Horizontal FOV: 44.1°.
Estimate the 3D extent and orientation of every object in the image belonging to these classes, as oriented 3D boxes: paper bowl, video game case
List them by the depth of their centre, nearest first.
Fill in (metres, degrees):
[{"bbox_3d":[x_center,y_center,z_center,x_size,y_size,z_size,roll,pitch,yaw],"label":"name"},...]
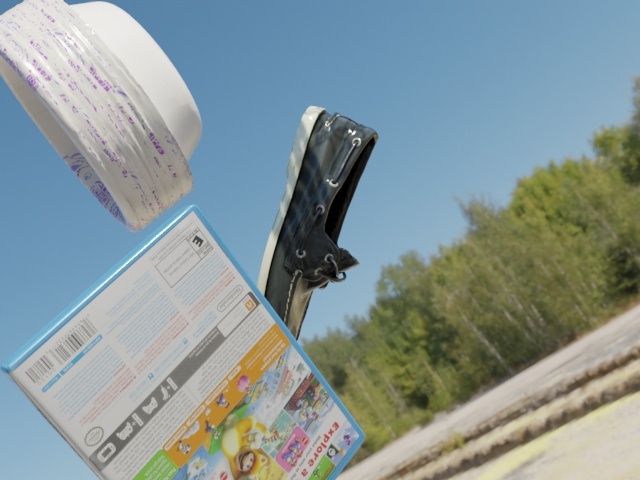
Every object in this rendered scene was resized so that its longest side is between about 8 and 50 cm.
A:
[{"bbox_3d":[-0.056,0.083,0.393,0.015,0.166,0.119,-9,31,52],"label":"video game case"},{"bbox_3d":[-0.251,-0.161,0.930,0.148,0.284,0.284,-40,-11,-14],"label":"paper bowl"}]

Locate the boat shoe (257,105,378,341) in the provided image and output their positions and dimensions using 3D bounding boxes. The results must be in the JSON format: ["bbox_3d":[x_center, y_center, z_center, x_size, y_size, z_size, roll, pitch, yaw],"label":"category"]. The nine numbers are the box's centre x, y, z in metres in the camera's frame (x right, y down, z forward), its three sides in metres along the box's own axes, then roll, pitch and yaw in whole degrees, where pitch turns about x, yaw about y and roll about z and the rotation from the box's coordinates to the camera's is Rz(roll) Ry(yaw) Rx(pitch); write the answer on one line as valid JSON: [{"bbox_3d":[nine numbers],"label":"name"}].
[{"bbox_3d":[0.001,0.000,1.024,0.127,0.113,0.340,49,-126,-75],"label":"boat shoe"}]
